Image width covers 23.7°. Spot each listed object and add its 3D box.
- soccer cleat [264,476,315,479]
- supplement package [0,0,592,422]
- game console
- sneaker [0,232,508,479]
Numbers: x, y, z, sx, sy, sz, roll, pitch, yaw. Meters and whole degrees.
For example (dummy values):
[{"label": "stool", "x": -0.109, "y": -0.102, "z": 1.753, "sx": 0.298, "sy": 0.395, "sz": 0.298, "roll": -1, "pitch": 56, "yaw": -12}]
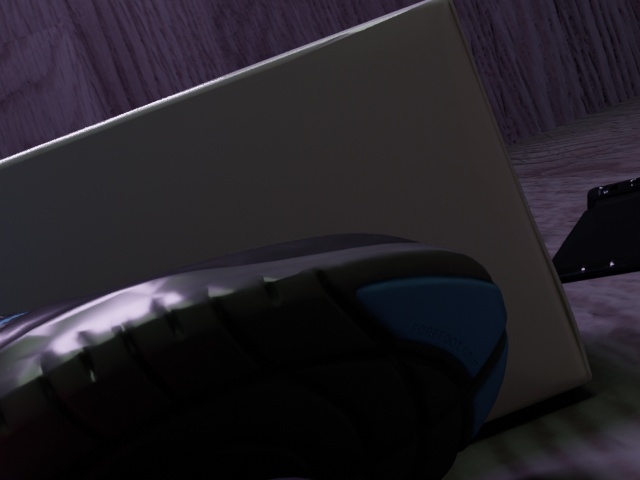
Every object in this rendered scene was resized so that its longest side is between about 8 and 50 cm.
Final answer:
[{"label": "soccer cleat", "x": -0.100, "y": 0.106, "z": 0.410, "sx": 0.248, "sy": 0.095, "sz": 0.083, "roll": -22, "pitch": 4, "yaw": -22}, {"label": "supplement package", "x": -0.056, "y": 0.028, "z": 0.695, "sx": 0.293, "sy": 0.175, "sz": 0.177, "roll": -21, "pitch": 2, "yaw": -1}, {"label": "game console", "x": 0.215, "y": -0.004, "z": 0.945, "sx": 0.107, "sy": 0.071, "sz": 0.122, "roll": 11, "pitch": -12, "yaw": -27}, {"label": "sneaker", "x": -0.104, "y": 0.059, "z": 0.514, "sx": 0.341, "sy": 0.125, "sz": 0.139, "roll": -17, "pitch": 33, "yaw": -12}]
